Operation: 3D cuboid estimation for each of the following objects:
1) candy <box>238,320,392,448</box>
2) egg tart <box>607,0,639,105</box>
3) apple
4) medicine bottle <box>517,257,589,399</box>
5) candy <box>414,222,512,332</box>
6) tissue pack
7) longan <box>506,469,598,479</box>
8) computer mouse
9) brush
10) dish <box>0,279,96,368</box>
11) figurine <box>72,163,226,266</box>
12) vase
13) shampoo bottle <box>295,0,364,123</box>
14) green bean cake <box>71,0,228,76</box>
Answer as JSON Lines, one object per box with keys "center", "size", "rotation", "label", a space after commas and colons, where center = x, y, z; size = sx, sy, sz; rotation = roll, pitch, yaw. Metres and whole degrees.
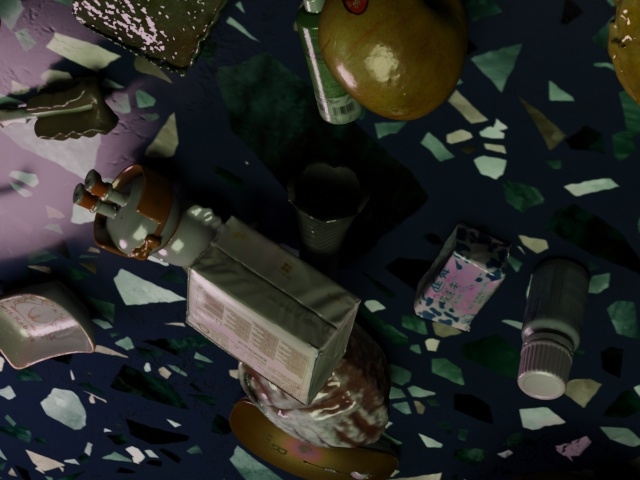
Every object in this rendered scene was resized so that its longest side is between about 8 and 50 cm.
{"center": [-0.006, 0.220, 2.017], "size": [0.214, 0.157, 0.289], "rotation": [-23, 127, 28], "label": "candy"}
{"center": [0.488, -0.246, 1.292], "size": [0.387, 0.169, 0.388], "rotation": [10, 142, 8], "label": "egg tart"}
{"center": [0.087, -0.236, 1.458], "size": [0.182, 0.182, 0.155], "rotation": [35, 123, -17], "label": "apple"}
{"center": [0.317, 0.120, 1.739], "size": [0.083, 0.203, 0.083], "rotation": [12, 138, 11], "label": "medicine bottle"}
{"center": [0.203, 0.056, 1.814], "size": [0.092, 0.073, 0.160], "rotation": [22, 140, -5], "label": "candy"}
{"center": [-0.071, 0.103, 1.816], "size": [0.225, 0.124, 0.185], "rotation": [33, 152, 12], "label": "tissue pack"}
{"center": [0.391, 0.585, 2.082], "size": [0.404, 0.404, 0.436], "rotation": [27, 142, -9], "label": "longan"}
{"center": [-0.015, 0.364, 2.250], "size": [0.310, 0.072, 0.158], "rotation": [22, 142, -4], "label": "computer mouse"}
{"center": [-0.413, -0.182, 1.813], "size": [0.301, 0.071, 0.084], "rotation": [-2, 120, 36], "label": "brush"}
{"center": [-0.487, 0.134, 2.174], "size": [0.212, 0.077, 0.151], "rotation": [-15, 127, 34], "label": "dish"}
{"center": [-0.233, -0.020, 1.851], "size": [0.271, 0.143, 0.143], "rotation": [37, 137, -19], "label": "figurine"}
{"center": [0.000, 0.000, 1.815], "size": [0.115, 0.115, 0.237], "rotation": [16, 143, 5], "label": "vase"}
{"center": [0.006, -0.239, 1.570], "size": [0.065, 0.065, 0.204], "rotation": [3, 137, 19], "label": "shampoo bottle"}
{"center": [-0.196, -0.313, 1.543], "size": [0.173, 0.094, 0.181], "rotation": [26, 140, -7], "label": "green bean cake"}
